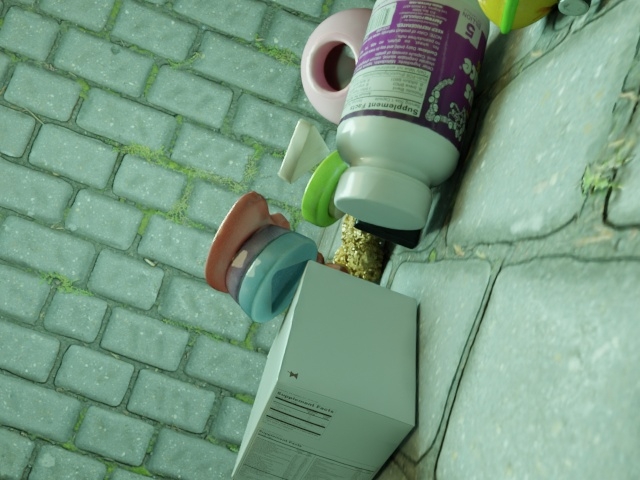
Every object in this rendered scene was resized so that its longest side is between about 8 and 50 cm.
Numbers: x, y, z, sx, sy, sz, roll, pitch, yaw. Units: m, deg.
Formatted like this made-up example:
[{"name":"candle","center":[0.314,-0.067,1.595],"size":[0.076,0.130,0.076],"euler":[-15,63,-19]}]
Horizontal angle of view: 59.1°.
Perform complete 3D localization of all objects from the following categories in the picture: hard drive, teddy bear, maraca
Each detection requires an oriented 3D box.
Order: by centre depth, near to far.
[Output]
[{"name":"maraca","center":[0.206,-0.290,0.556],"size":[0.185,0.099,0.127],"euler":[74,-147,-66]},{"name":"hard drive","center":[0.111,-0.064,0.839],"size":[0.022,0.094,0.135],"euler":[121,168,-65]},{"name":"teddy bear","center":[0.091,-0.064,0.997],"size":[0.245,0.113,0.338],"euler":[-80,11,-55]}]

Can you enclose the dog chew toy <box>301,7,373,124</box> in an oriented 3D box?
[{"name":"dog chew toy","center":[0.111,-0.320,1.077],"size":[0.332,0.207,0.206],"euler":[-18,-45,-55]}]

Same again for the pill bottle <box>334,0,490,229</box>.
[{"name":"pill bottle","center":[0.117,-0.174,0.764],"size":[0.169,0.169,0.301],"euler":[134,152,-79]}]

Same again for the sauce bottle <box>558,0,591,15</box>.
[{"name":"sauce bottle","center":[0.241,-0.263,0.501],"size":[0.042,0.042,0.128],"euler":[140,152,-81]}]

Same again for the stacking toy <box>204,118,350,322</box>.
[{"name":"stacking toy","center":[0.000,0.000,0.816],"size":[0.279,0.130,0.309],"euler":[-58,-22,5]}]

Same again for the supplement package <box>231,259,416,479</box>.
[{"name":"supplement package","center":[0.008,0.175,0.681],"size":[0.194,0.149,0.203],"euler":[-76,8,-52]}]
